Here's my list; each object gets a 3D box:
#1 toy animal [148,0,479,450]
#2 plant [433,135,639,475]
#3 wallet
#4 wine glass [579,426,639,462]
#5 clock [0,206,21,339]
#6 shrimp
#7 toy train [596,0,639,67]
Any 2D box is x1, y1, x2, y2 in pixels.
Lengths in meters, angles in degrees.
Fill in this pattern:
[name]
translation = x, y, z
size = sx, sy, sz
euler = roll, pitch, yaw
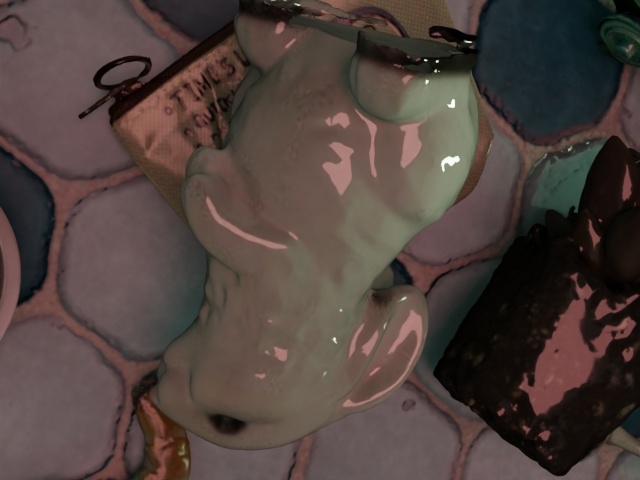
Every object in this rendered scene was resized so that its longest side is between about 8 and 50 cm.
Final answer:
[toy animal]
translation = 0.000, 0.000, 0.640
size = 0.258, 0.194, 0.357
euler = -2, 116, -39
[plant]
translation = 0.253, 0.047, 0.774
size = 0.194, 0.181, 0.320
euler = 41, 84, -11
[wallet]
translation = -0.005, -0.105, 0.736
size = 0.335, 0.068, 0.274
euler = -35, 106, -7
[wine glass]
translation = 0.390, 0.280, 0.749
size = 0.310, 0.264, 0.096
euler = 31, 108, -1
[clock]
translation = -0.336, 0.027, 0.626
size = 0.197, 0.068, 0.196
euler = 6, 78, -31
[shrimp]
translation = -0.196, 0.202, 0.738
size = 0.161, 0.049, 0.165
euler = 7, 94, -19
[toy train]
translation = 0.404, -0.167, 0.779
size = 0.298, 0.194, 0.120
euler = 45, 83, -17
